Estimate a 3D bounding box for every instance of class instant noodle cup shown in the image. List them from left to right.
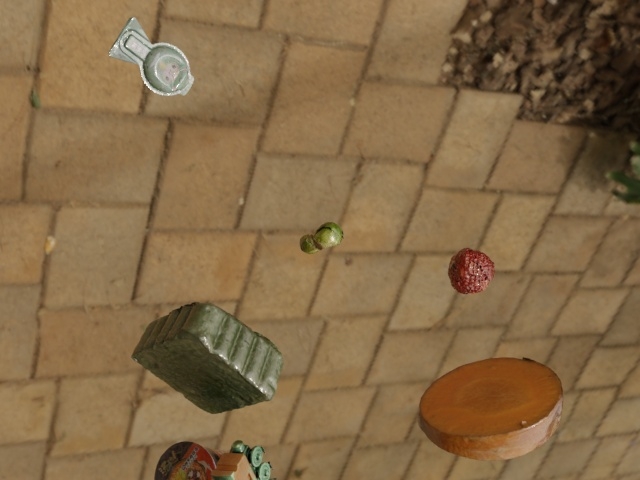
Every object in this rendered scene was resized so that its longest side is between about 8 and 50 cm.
[{"bbox_3d":[-0.192,0.401,1.397,0.127,0.127,0.135,-46,153,10],"label":"instant noodle cup"}]

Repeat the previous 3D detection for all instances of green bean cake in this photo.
[{"bbox_3d":[-0.173,0.180,1.282,0.185,0.094,0.183,38,141,-27],"label":"green bean cake"}]

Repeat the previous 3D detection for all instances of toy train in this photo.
[{"bbox_3d":[-0.087,0.288,0.977,0.044,0.064,0.103,-5,122,27],"label":"toy train"}]

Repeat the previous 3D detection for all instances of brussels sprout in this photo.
[{"bbox_3d":[-0.001,0.001,1.451,0.083,0.046,0.051,-30,180,24],"label":"brussels sprout"}]

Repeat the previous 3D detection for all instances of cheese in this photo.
[{"bbox_3d":[-0.216,-0.233,1.083,0.120,0.026,0.067,34,83,-39],"label":"cheese"}]

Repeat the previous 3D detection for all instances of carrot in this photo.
[{"bbox_3d":[0.356,0.348,1.746,0.307,0.258,0.100,-9,118,-2],"label":"carrot"}]

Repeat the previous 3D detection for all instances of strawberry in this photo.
[{"bbox_3d":[0.256,0.050,1.421,0.083,0.083,0.096,-47,152,11],"label":"strawberry"}]
